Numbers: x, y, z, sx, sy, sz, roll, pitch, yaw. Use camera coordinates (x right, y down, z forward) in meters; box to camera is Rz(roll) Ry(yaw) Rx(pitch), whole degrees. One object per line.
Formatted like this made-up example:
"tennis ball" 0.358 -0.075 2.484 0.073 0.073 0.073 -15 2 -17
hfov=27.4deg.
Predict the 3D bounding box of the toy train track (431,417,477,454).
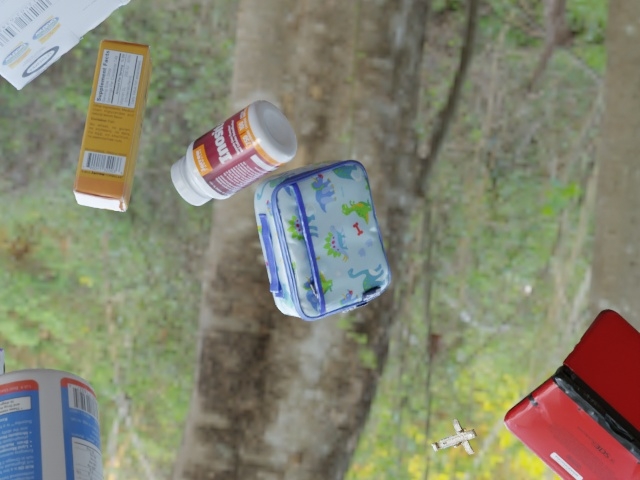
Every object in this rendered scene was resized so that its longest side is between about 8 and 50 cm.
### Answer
"toy train track" 0.164 0.251 1.645 0.014 0.048 0.083 -23 174 -37

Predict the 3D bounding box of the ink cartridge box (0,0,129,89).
"ink cartridge box" -0.327 -0.337 1.487 0.151 0.270 0.395 51 179 14

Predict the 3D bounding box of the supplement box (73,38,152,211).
"supplement box" -0.295 -0.166 1.885 0.080 0.233 0.078 11 167 -3

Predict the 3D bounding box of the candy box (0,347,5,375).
"candy box" -0.468 0.158 1.456 0.165 0.070 0.196 1 175 -40

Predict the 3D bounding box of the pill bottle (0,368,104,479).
"pill bottle" -0.262 0.242 1.216 0.124 0.221 0.124 -7 148 -5

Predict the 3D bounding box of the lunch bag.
"lunch bag" 0.000 0.000 1.915 0.176 0.219 0.090 -17 -168 -28

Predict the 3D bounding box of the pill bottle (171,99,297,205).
"pill bottle" -0.111 -0.105 1.647 0.152 0.086 0.086 -30 168 27

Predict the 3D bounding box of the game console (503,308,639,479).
"game console" 0.262 0.159 1.187 0.144 0.124 0.085 42 -144 -1
